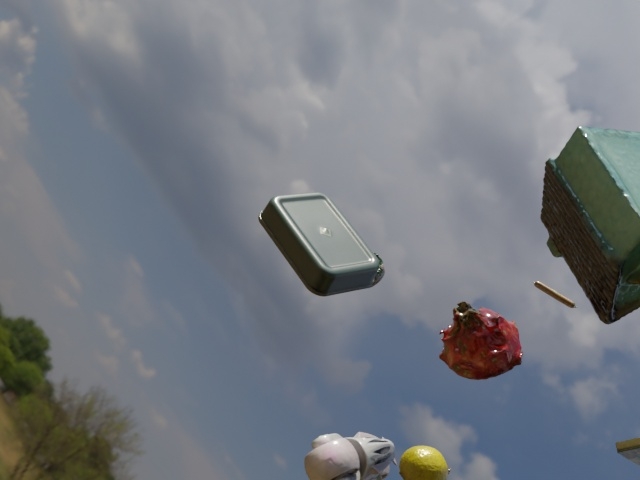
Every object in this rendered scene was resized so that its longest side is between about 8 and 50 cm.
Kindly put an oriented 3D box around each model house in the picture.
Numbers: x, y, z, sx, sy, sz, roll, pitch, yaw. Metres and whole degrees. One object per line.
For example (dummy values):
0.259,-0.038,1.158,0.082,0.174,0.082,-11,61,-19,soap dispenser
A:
0.497,-0.006,1.402,0.248,0.230,0.280,112,-29,-42,model house

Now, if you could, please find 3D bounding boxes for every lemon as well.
0.250,0.549,2.066,0.109,0.133,0.109,-174,-90,-71,lemon

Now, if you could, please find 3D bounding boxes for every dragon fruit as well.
0.285,0.164,1.532,0.153,0.153,0.111,33,-28,44,dragon fruit

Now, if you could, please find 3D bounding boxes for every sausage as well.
0.467,0.108,1.712,0.100,0.015,0.015,34,-30,29,sausage

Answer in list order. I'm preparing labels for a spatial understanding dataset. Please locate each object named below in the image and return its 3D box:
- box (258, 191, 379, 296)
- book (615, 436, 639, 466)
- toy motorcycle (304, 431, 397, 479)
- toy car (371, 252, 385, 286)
0.000,0.000,0.893,0.126,0.091,0.031,54,-48,31,box
0.651,0.352,1.422,0.322,0.228,0.018,32,45,-45,book
0.053,0.312,1.215,0.112,0.112,0.254,46,0,24,toy motorcycle
0.069,0.049,1.741,0.142,0.069,0.055,32,-23,40,toy car
